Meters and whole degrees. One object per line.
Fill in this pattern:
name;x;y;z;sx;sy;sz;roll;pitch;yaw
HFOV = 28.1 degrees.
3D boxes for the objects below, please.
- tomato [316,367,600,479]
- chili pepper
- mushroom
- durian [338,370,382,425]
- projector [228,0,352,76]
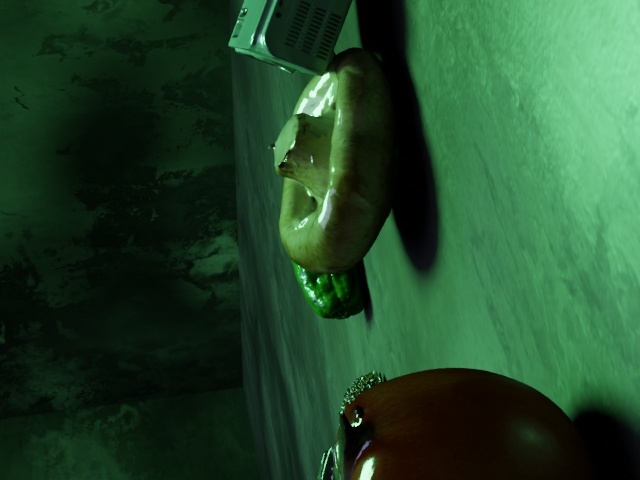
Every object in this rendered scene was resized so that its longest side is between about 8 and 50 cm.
tomato;0.100;0.219;0.978;0.256;0.225;0.255;178;90;-82
chili pepper;0.001;0.000;1.883;0.083;0.099;0.253;55;-156;-68
mushroom;0.021;-0.093;1.513;0.278;0.146;0.278;-166;90;-74
durian;0.060;0.254;1.796;0.110;0.071;0.140;-117;17;-68
projector;-0.021;-0.307;1.562;0.250;0.108;0.198;-141;72;-76
